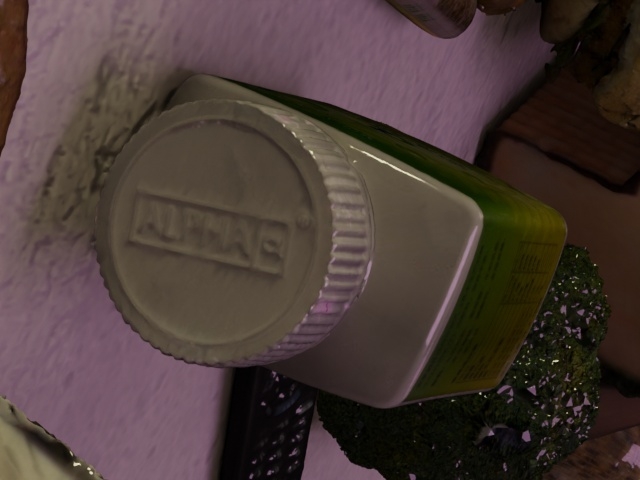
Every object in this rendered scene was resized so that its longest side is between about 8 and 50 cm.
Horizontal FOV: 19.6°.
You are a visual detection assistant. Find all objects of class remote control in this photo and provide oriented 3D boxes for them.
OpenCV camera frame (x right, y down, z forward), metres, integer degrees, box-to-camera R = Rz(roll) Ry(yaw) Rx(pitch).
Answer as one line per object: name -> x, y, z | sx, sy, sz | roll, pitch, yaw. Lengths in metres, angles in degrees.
remote control -> -0.024, 0.080, 0.886 | 0.063, 0.025, 0.245 | -41, 152, -44

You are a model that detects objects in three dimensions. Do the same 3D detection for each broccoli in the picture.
broccoli -> 0.083, 0.064, 0.982 | 0.162, 0.146, 0.138 | -55, -158, 16

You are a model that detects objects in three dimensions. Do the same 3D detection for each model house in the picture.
model house -> 0.202, -0.027, 1.078 | 0.172, 0.183, 0.166 | -46, 155, -38

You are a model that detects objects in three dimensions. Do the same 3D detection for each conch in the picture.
conch -> 0.165, 0.166, 1.320 | 0.207, 0.130, 0.155 | -44, 144, -10

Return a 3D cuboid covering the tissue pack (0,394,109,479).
tissue pack -> -0.098, 0.241, 0.564 | 0.210, 0.198, 0.370 | -50, 162, -32

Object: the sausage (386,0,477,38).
sausage -> 0.022, -0.118, 0.730 | 0.033, 0.033, 0.269 | -63, 161, 2

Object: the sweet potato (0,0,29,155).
sweet potato -> -0.118, -0.001, 0.502 | 0.065, 0.051, 0.218 | 1, 115, -66

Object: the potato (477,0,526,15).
potato -> 0.092, -0.135, 0.872 | 0.051, 0.040, 0.083 | -48, 177, 34

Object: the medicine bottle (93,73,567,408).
medicine bottle -> 0.000, 0.000, 0.679 | 0.088, 0.132, 0.188 | -65, 160, 8

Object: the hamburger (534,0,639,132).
hamburger -> 0.195, -0.157, 0.939 | 0.183, 0.130, 0.206 | -12, 137, -29

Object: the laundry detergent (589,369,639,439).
laundry detergent -> 0.175, 0.064, 1.152 | 0.237, 0.171, 0.076 | -47, 134, -38
